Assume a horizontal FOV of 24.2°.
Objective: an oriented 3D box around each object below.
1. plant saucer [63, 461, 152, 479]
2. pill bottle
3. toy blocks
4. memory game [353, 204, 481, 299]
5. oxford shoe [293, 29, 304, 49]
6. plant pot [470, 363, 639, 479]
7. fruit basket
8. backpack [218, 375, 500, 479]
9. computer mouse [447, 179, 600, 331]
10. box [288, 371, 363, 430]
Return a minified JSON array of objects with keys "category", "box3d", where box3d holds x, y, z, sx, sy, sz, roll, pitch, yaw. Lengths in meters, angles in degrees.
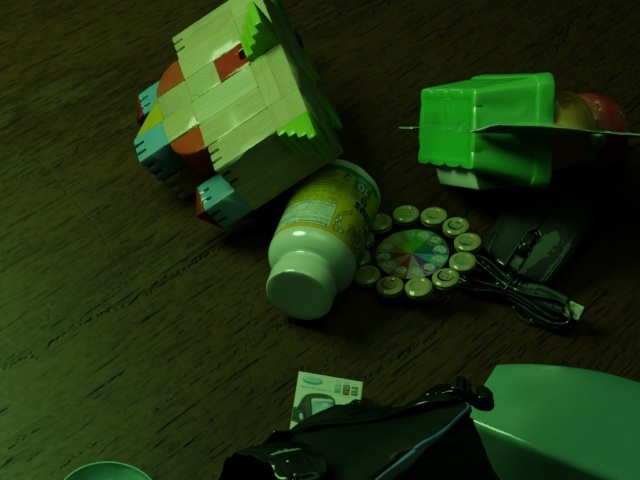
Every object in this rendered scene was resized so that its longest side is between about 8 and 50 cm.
[{"category":"plant saucer","box3d":[-0.236,0.298,1.649,0.119,0.021,0.119,6,44,-6]},{"category":"pill bottle","box3d":[0.000,0.000,1.937,0.118,0.117,0.208,16,45,6]},{"category":"toy blocks","box3d":[-0.136,-0.168,2.019,0.261,0.191,0.381,-32,46,12]},{"category":"memory game","box3d":[0.121,0.013,1.995,0.186,0.012,0.186,-5,42,4]},{"category":"oxford shoe","box3d":[-0.089,-0.230,2.215,0.076,0.076,0.212,-6,39,27]},{"category":"plant pot","box3d":[0.285,0.249,1.710,0.234,0.165,0.165,19,43,20]},{"category":"fruit basket","box3d":[0.327,-0.139,2.075,0.353,0.165,0.327,7,3,-21]},{"category":"backpack","box3d":[0.031,0.275,1.572,0.277,0.213,0.263,-23,14,-35]},{"category":"computer mouse","box3d":[0.308,-0.005,2.039,0.189,0.072,0.272,24,45,16]},{"category":"box","box3d":[0.006,0.209,1.788,0.081,0.028,0.136,9,45,-1]}]
